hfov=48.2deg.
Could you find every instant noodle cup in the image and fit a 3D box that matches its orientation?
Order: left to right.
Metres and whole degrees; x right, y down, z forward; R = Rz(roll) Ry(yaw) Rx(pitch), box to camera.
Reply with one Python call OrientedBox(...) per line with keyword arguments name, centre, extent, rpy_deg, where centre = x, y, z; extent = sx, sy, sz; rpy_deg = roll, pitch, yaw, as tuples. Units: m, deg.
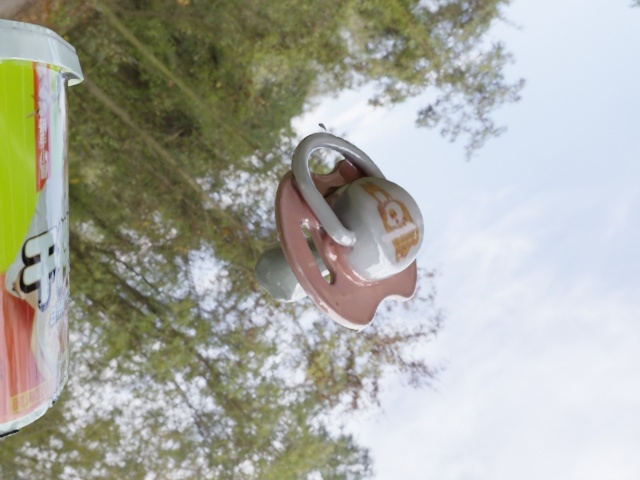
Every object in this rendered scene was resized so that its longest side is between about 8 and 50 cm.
OrientedBox(name="instant noodle cup", centre=(-0.329, -0.007, 0.592), extent=(0.294, 0.307, 0.294), rpy_deg=(-3, -173, 0))

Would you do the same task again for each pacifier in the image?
OrientedBox(name="pacifier", centre=(0.030, 0.004, 1.025), extent=(0.332, 0.220, 0.273), rpy_deg=(-22, 139, -57))
